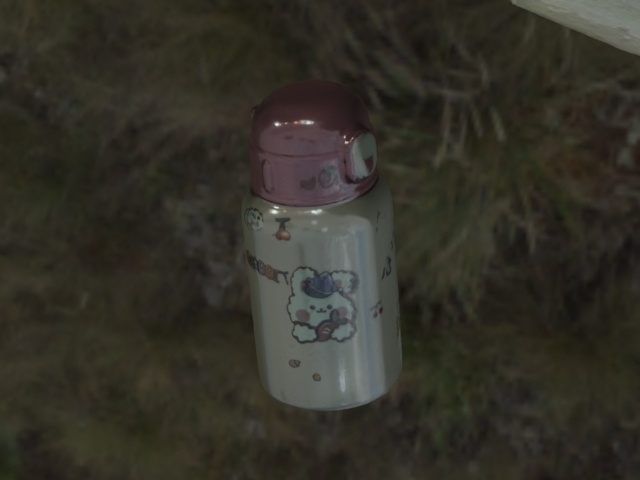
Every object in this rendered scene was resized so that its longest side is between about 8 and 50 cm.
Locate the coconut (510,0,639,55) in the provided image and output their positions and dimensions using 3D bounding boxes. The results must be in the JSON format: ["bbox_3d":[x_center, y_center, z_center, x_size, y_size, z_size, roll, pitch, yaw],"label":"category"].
[{"bbox_3d":[0.200,-0.198,0.910,0.234,0.224,0.224,16,148,-19],"label":"coconut"}]

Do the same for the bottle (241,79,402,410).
[{"bbox_3d":[0.000,0.000,1.199,0.110,0.110,0.233,3,119,13],"label":"bottle"}]
